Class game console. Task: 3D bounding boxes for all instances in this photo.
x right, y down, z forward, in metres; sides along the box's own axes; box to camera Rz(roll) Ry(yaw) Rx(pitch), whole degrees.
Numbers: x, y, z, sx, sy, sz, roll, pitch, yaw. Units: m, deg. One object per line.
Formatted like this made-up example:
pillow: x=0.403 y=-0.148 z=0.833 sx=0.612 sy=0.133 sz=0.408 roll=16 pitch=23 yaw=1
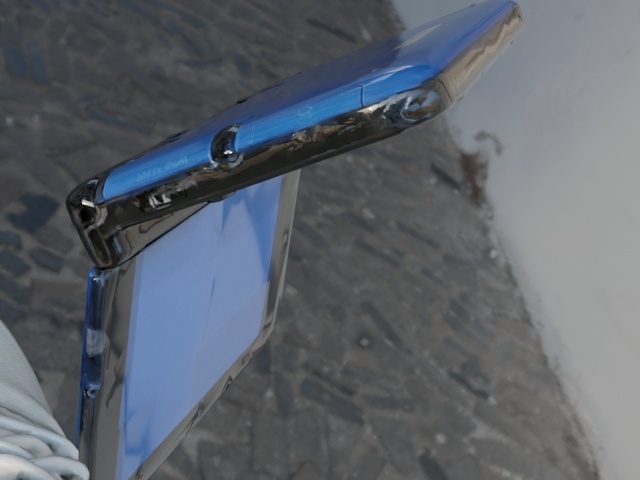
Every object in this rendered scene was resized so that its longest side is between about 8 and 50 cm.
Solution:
game console: x=0.000 y=0.000 z=0.592 sx=0.173 sy=0.250 sz=0.293 roll=68 pitch=23 yaw=-12

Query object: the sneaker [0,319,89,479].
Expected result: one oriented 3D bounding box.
sneaker: x=-0.090 y=0.107 z=0.322 sx=0.110 sy=0.118 sz=0.292 roll=21 pitch=27 yaw=-38
